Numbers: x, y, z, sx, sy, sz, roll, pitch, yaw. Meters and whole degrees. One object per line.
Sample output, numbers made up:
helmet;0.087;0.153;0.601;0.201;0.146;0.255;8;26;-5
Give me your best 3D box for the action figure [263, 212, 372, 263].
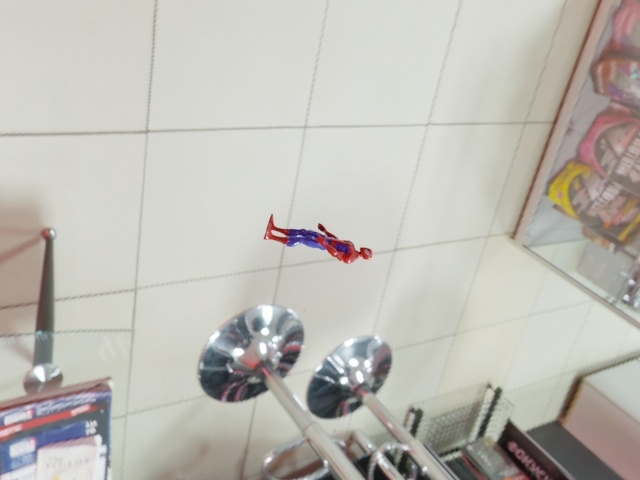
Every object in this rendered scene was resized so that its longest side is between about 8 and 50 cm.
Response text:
action figure;0.000;0.000;0.731;0.115;0.038;0.030;18;112;-7
